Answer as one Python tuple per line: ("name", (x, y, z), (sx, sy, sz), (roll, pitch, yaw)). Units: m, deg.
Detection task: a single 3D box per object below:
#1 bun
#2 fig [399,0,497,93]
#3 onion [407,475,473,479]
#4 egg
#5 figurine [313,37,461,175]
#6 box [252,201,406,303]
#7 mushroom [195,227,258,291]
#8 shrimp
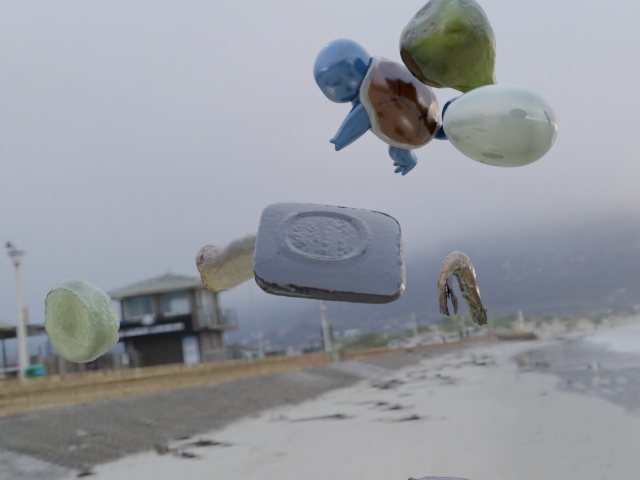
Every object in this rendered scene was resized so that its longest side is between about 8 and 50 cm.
("bun", (-0.540, 0.177, 2.215), (0.195, 0.196, 0.118), (-12, 6, 35))
("fig", (0.309, -0.400, 2.113), (0.275, 0.206, 0.206), (41, -32, -24))
("onion", (0.246, 0.596, 1.895), (0.336, 0.282, 0.260), (19, -39, -17))
("egg", (0.323, -0.208, 1.744), (0.209, 0.151, 0.151), (7, -9, -7))
("figurine", (0.168, -0.305, 2.258), (0.416, 0.298, 0.243), (24, -23, 1))
("box", (0.012, 0.010, 1.269), (0.201, 0.042, 0.212), (3, 33, 3))
("mushroom", (-0.128, 0.036, 2.037), (0.351, 0.123, 0.095), (-9, -3, 42))
("shrimp", (0.329, 0.134, 2.236), (0.046, 0.219, 0.152), (-3, 36, 39))
